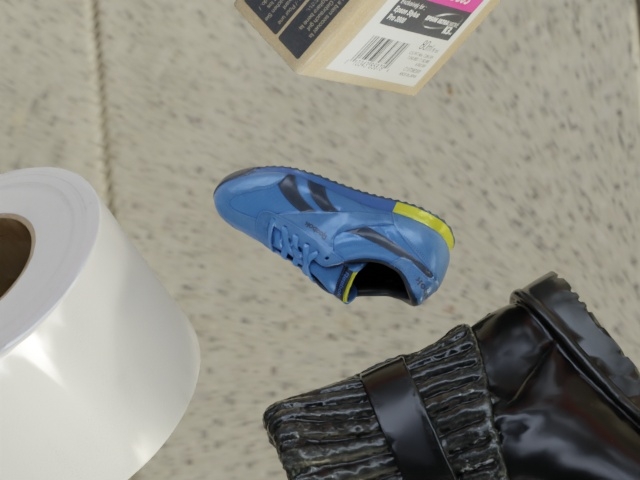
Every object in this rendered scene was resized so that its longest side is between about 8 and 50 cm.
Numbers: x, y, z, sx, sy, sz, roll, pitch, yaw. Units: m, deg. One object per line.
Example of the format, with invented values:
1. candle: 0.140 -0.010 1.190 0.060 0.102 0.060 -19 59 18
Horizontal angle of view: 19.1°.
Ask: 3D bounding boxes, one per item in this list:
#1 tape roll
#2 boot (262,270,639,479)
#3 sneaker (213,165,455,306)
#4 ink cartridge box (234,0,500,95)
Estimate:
1. tape roll: -0.241 0.083 1.523 0.246 0.169 0.246 -19 38 16
2. boot: 0.134 0.198 1.343 0.260 0.131 0.348 -27 47 -10
3. sneaker: 0.000 0.000 1.518 0.209 0.069 0.082 16 53 18
4. ink cartridge box: 0.067 -0.216 1.495 0.193 0.235 0.088 -47 72 19
